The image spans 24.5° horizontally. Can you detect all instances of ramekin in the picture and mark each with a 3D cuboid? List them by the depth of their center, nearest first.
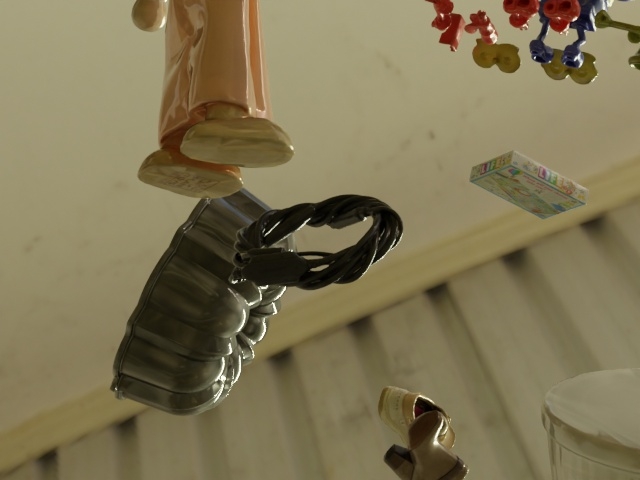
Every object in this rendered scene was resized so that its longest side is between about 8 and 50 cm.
[{"bbox_3d":[0.365,0.235,1.541,0.273,0.127,0.273,1,-166,0],"label":"ramekin"}]

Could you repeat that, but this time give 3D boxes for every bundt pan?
[{"bbox_3d":[-0.135,0.088,1.911,0.124,0.331,0.331,28,-130,9],"label":"bundt pan"}]

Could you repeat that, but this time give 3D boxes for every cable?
[{"bbox_3d":[0.000,0.000,1.502,0.184,0.047,0.150,-10,-157,20],"label":"cable"}]

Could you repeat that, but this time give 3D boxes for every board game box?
[{"bbox_3d":[0.321,-0.084,2.275,0.103,0.154,0.026,-21,-131,55],"label":"board game box"}]

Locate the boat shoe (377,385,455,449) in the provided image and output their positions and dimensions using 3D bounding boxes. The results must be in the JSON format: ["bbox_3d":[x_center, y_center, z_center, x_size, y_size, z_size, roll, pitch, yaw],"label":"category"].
[{"bbox_3d":[0.137,0.239,1.911,0.059,0.170,0.063,2,-113,36],"label":"boat shoe"}]

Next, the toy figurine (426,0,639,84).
[{"bbox_3d":[0.319,-0.313,1.697,0.362,0.191,0.217,12,-103,28],"label":"toy figurine"}]

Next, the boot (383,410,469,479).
[{"bbox_3d":[0.132,0.243,1.676,0.118,0.087,0.042,-46,-157,41],"label":"boot"}]

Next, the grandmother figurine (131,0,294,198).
[{"bbox_3d":[-0.077,-0.207,1.047,0.208,0.104,0.342,-19,-116,45],"label":"grandmother figurine"}]
